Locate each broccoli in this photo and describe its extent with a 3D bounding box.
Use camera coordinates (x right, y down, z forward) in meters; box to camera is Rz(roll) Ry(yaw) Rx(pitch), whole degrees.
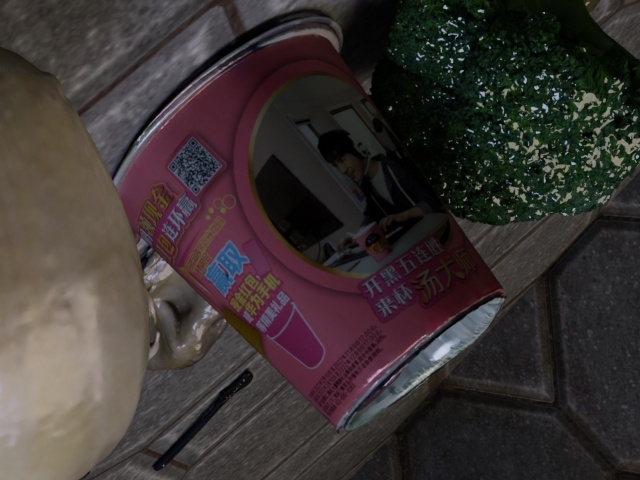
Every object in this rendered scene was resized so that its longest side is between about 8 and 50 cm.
[{"bbox_3d":[0.165,-0.134,1.180,0.265,0.245,0.294,0,178,22],"label":"broccoli"}]

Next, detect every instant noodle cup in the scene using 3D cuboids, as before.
[{"bbox_3d":[0.000,0.000,1.092,0.244,0.255,0.244,-37,167,-10],"label":"instant noodle cup"}]

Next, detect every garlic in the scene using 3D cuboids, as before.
[{"bbox_3d":[-0.235,0.047,0.760,0.313,0.286,0.249,127,-28,-57],"label":"garlic"}]

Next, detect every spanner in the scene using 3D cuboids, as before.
[{"bbox_3d":[-0.157,0.242,1.923,0.208,0.012,0.046,-47,166,23],"label":"spanner"}]

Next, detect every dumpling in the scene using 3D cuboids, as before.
[{"bbox_3d":[-0.086,0.023,1.295,0.332,0.086,0.166,-47,169,5],"label":"dumpling"}]

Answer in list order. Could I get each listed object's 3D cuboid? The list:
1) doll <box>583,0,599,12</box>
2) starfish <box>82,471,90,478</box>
[{"bbox_3d":[0.245,-0.254,1.335,0.286,0.091,0.202,134,-24,-66],"label":"doll"},{"bbox_3d":[-0.281,0.234,1.489,0.130,0.041,0.133,-43,163,-32],"label":"starfish"}]
